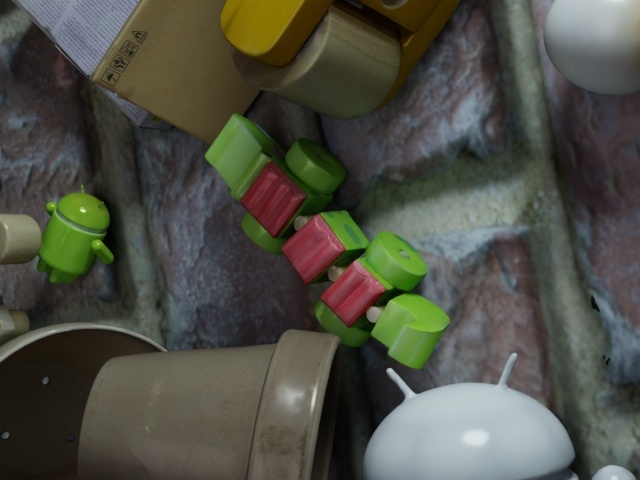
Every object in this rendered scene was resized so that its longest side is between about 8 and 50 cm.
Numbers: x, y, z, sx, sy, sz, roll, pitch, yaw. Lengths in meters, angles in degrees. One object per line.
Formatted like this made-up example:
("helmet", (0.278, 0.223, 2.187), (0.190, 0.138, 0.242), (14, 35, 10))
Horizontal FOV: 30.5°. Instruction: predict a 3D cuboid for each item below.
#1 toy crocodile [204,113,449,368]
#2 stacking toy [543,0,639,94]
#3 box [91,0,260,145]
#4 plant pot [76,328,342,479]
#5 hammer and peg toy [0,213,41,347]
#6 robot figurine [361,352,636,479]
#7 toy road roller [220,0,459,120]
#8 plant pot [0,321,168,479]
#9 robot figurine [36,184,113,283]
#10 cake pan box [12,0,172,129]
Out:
("toy crocodile", (0.000, 0.000, 1.208), (0.340, 0.105, 0.115), (49, 112, 18))
("stacking toy", (0.381, -0.175, 0.925), (0.480, 0.351, 0.350), (2, 93, 43))
("box", (-0.121, -0.212, 1.247), (0.201, 0.164, 0.021), (-52, 29, 20))
("plant pot", (-0.109, 0.205, 1.149), (0.229, 0.263, 0.263), (8, 96, 4))
("hammer and peg toy", (-0.474, 0.048, 1.441), (0.361, 0.127, 0.266), (-45, 66, 22))
("robot figurine", (0.149, 0.286, 1.089), (0.300, 0.200, 0.353), (-9, 88, 7))
("toy road roller", (0.014, -0.308, 1.141), (0.240, 0.202, 0.329), (41, 105, 33))
("plant pot", (-0.288, 0.218, 1.306), (0.191, 0.284, 0.284), (14, 101, 63))
("robot figurine", (-0.290, -0.006, 1.382), (0.101, 0.067, 0.115), (36, 108, 30))
("cake pan box", (-0.206, -0.298, 1.325), (0.267, 0.070, 0.245), (44, 108, 19))
